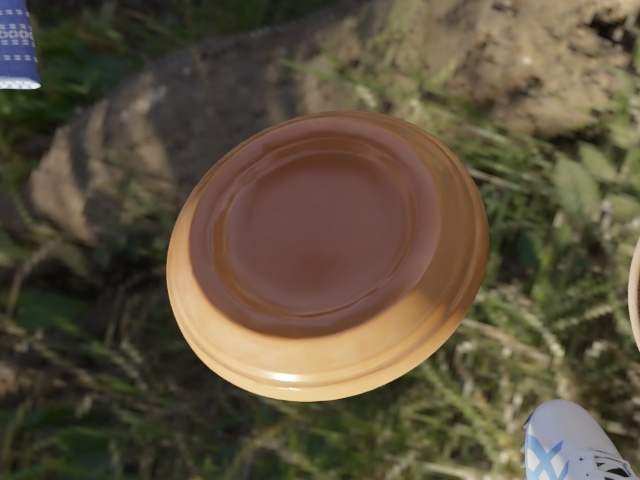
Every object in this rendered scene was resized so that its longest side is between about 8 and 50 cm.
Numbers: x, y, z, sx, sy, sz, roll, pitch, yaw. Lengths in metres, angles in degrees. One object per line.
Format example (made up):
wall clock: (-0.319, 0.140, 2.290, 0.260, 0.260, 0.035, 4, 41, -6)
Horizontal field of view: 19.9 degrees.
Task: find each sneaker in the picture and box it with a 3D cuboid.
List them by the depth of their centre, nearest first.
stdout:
sneaker: (0.194, 0.182, 1.147, 0.086, 0.085, 0.237, -55, 34, 28)

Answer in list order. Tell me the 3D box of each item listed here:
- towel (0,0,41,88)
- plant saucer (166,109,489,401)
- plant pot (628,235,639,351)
towel: (-0.329, -0.223, 1.178, 0.040, 0.243, 0.336, 111, 147, -59)
plant saucer: (0.000, 0.000, 1.096, 0.200, 0.037, 0.200, -7, 58, 12)
plant pot: (0.381, 0.043, 1.491, 0.237, 0.110, 0.237, 3, 96, 32)
